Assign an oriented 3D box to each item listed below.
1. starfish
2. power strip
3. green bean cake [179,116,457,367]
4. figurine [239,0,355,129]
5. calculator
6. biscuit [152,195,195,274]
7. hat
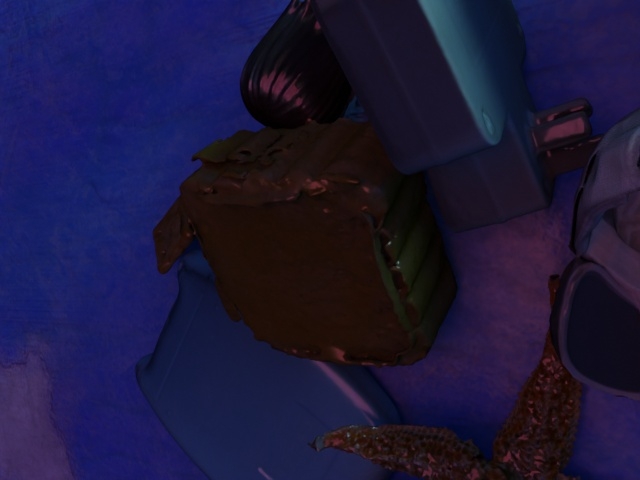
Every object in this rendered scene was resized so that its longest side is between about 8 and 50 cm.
[{"bbox_3d":[0.130,0.219,0.579,0.293,0.084,0.302,-22,83,24],"label":"starfish"},{"bbox_3d":[0.127,-0.141,0.509,0.141,0.229,0.261,-16,117,33],"label":"power strip"},{"bbox_3d":[0.000,0.000,0.609,0.223,0.131,0.230,3,128,34],"label":"green bean cake"},{"bbox_3d":[0.015,-0.207,0.645,0.138,0.110,0.246,37,104,26],"label":"figurine"},{"bbox_3d":[-0.075,0.193,0.756,0.386,0.054,0.256,35,109,24],"label":"calculator"},{"bbox_3d":[-0.193,-0.009,0.828,0.081,0.018,0.083,-46,43,27],"label":"biscuit"},{"bbox_3d":[0.294,0.019,0.447,0.231,0.161,0.275,-5,113,45],"label":"hat"}]
